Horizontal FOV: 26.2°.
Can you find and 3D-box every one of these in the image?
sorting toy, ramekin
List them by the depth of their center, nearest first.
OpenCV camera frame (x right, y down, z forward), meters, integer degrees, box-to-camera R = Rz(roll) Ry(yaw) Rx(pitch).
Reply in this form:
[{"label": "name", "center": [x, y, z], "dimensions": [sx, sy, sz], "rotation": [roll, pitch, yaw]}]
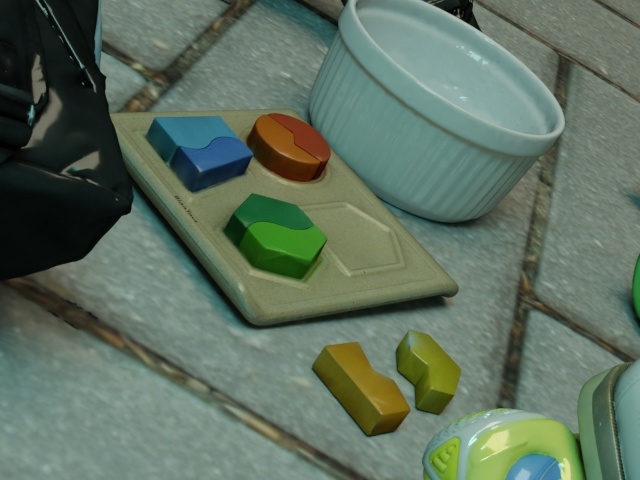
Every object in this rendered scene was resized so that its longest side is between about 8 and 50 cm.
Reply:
[{"label": "sorting toy", "center": [0.000, 0.000, 0.947], "dimensions": [0.229, 0.041, 0.307], "rotation": [-2, 43, -48]}, {"label": "ramekin", "center": [0.088, -0.108, 1.144], "dimensions": [0.207, 0.109, 0.207], "rotation": [25, 28, -15]}]

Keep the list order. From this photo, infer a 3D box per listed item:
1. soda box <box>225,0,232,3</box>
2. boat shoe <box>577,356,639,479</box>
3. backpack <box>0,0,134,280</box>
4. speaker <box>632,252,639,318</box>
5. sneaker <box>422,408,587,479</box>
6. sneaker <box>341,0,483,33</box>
[{"label": "soda box", "center": [-0.083, -0.292, 1.329], "dimensions": [0.063, 0.058, 0.183], "rotation": [29, 27, -7]}, {"label": "boat shoe", "center": [0.216, 0.189, 0.698], "dimensions": [0.113, 0.103, 0.302], "rotation": [11, 57, -40]}, {"label": "backpack", "center": [-0.256, -0.157, 0.738], "dimensions": [0.290, 0.273, 0.356], "rotation": [15, 58, -30]}, {"label": "speaker", "center": [0.416, 0.066, 1.179], "dimensions": [0.296, 0.131, 0.131], "rotation": [19, 30, -24]}, {"label": "sneaker", "center": [0.160, 0.172, 0.806], "dimensions": [0.240, 0.091, 0.126], "rotation": [9, 53, -38]}, {"label": "sneaker", "center": [0.083, -0.253, 1.300], "dimensions": [0.341, 0.139, 0.125], "rotation": [44, 25, -14]}]
